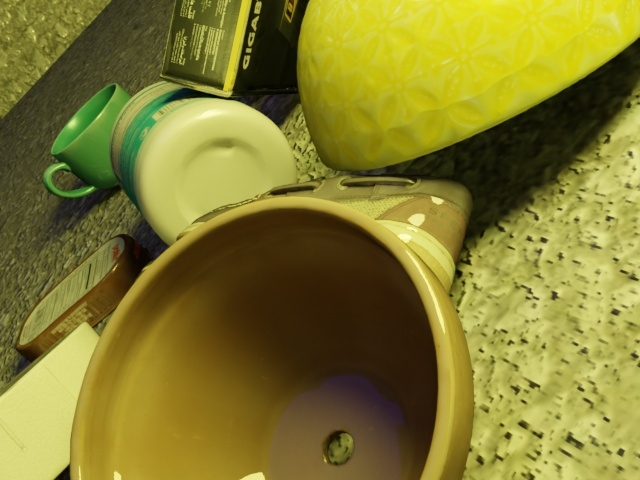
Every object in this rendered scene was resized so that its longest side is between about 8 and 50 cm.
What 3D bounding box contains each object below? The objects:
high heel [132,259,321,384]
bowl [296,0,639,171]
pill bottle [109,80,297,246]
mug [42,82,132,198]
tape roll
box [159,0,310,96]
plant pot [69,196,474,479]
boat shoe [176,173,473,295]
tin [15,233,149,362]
[{"bbox_3d":[-0.051,0.051,0.785,0.186,0.093,0.261,-47,40,14],"label":"high heel"},{"bbox_3d":[0.090,-0.191,0.782,0.289,0.156,0.289,-26,18,9],"label":"bowl"},{"bbox_3d":[-0.127,-0.080,1.062,0.146,0.146,0.264,-47,24,-2],"label":"pill bottle"},{"bbox_3d":[-0.296,-0.126,1.463,0.158,0.097,0.129,-40,25,16],"label":"mug"},{"bbox_3d":[-0.312,0.215,0.855,0.392,0.072,0.392,-40,6,5],"label":"tape roll"},{"bbox_3d":[-0.044,-0.305,1.046,0.257,0.079,0.322,-32,-43,-74],"label":"box"},{"bbox_3d":[-0.014,0.105,0.591,0.237,0.110,0.237,-15,59,27],"label":"plant pot"},{"bbox_3d":[0.000,0.000,0.798,0.285,0.103,0.092,-3,43,52],"label":"boat shoe"},{"bbox_3d":[-0.269,0.066,1.202,0.189,0.040,0.106,-40,29,14],"label":"tin"}]
